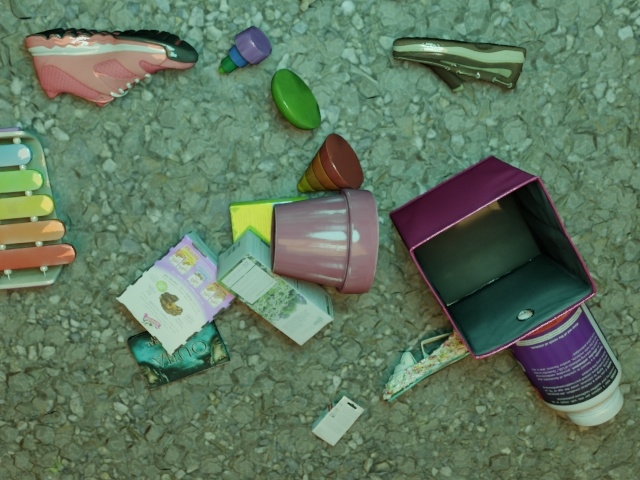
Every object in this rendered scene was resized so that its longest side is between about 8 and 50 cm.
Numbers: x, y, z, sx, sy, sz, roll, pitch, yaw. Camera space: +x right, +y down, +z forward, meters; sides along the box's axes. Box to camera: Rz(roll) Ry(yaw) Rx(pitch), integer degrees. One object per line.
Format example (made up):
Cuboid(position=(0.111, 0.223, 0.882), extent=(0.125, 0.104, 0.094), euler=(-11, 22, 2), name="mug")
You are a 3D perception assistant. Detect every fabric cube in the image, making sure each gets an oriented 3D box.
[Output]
Cuboid(position=(0.313, 0.022, 1.213), extent=(0.254, 0.258, 0.259), euler=(-31, 105, 5), name="fabric cube")

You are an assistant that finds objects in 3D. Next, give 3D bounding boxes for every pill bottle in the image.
Cuboid(position=(0.499, 0.226, 1.318), extent=(0.181, 0.181, 0.323), euler=(-33, 104, 6), name="pill bottle")

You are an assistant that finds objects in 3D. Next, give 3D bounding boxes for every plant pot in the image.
Cuboid(position=(0.000, 0.000, 1.184), extent=(0.180, 0.201, 0.201), euler=(2, 106, -10), name="plant pot")

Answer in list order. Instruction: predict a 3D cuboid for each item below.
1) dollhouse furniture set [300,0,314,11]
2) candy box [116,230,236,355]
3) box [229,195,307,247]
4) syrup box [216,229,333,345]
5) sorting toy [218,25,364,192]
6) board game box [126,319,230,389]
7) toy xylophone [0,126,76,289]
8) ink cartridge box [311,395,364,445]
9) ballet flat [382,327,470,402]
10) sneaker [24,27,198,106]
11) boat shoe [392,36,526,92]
Cuboid(position=(0.023, -0.546, 1.146), extent=(0.355, 0.174, 0.303), euler=(-23, 135, 31), name="dollhouse furniture set")
Cuboid(position=(-0.282, 0.106, 1.289), extent=(0.196, 0.070, 0.165), euler=(-41, 97, 4), name="candy box")
Cuboid(position=(-0.090, -0.030, 1.289), extent=(0.178, 0.042, 0.109), euler=(-5, 107, -3), name="box")
Cuboid(position=(-0.089, 0.097, 1.273), extent=(0.093, 0.096, 0.237), euler=(-41, 116, 18), name="syrup box")
Cuboid(position=(-0.069, -0.224, 1.219), extent=(0.126, 0.127, 0.365), euler=(-29, 108, 30), name="sorting toy")
Cuboid(position=(-0.304, 0.235, 1.362), extent=(0.186, 0.026, 0.126), euler=(-20, 105, 3), name="board game box")
Cuboid(position=(-0.620, -0.057, 1.237), extent=(0.236, 0.081, 0.323), euler=(-13, 106, 1), name="toy xylophone")
Cuboid(position=(0.039, 0.400, 1.424), extent=(0.063, 0.029, 0.115), euler=(37, 100, -11), name="ink cartridge box")
Cuboid(position=(0.227, 0.262, 1.379), extent=(0.241, 0.091, 0.077), euler=(-31, 75, 2), name="ballet flat")
Cuboid(position=(-0.378, -0.318, 1.175), extent=(0.314, 0.116, 0.136), euler=(3, 116, 3), name="sneaker")
Cuboid(position=(0.260, -0.328, 1.199), extent=(0.257, 0.095, 0.095), euler=(4, 111, -4), name="boat shoe")
